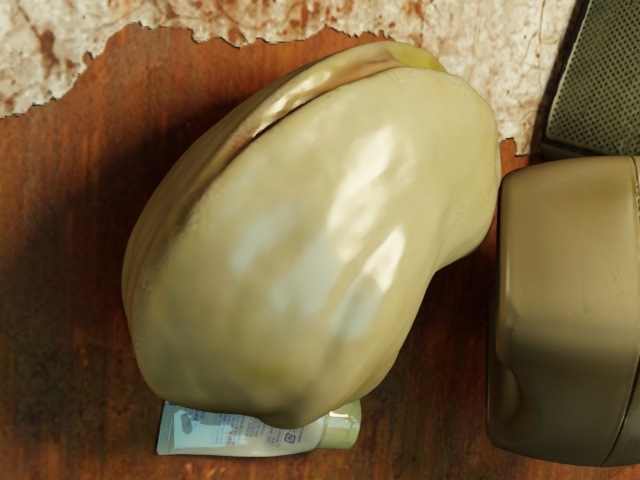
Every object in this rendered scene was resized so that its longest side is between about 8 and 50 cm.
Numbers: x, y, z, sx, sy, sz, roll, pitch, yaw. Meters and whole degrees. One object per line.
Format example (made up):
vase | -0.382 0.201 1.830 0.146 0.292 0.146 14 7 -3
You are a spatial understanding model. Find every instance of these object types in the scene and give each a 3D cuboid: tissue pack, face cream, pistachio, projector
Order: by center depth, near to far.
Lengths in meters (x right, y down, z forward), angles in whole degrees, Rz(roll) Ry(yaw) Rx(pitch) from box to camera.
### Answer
pistachio | 0.000 0.000 1.143 0.445 0.281 0.365 -36 142 -26
face cream | -0.068 0.190 1.309 0.224 0.070 0.114 8 100 -24
tissue pack | 0.324 0.091 1.311 0.387 0.277 0.267 81 15 -57
projector | 0.521 -0.218 1.456 0.395 0.242 0.405 15 98 -38
